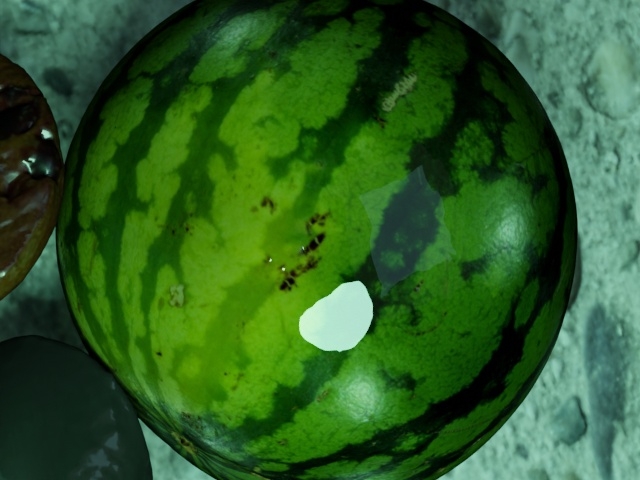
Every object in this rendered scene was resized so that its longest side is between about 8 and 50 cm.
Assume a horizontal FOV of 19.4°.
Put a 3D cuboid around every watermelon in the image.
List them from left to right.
[{"bbox_3d":[0.000,0.000,1.006,0.285,0.285,0.285,4,83,-31],"label":"watermelon"}]

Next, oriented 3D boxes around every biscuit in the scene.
[{"bbox_3d":[-0.224,-0.030,0.948,0.192,0.192,0.049,-62,158,-21],"label":"biscuit"}]

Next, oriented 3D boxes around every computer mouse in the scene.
[{"bbox_3d":[-0.143,0.187,0.974,0.088,0.147,0.264,-28,101,-53],"label":"computer mouse"}]
